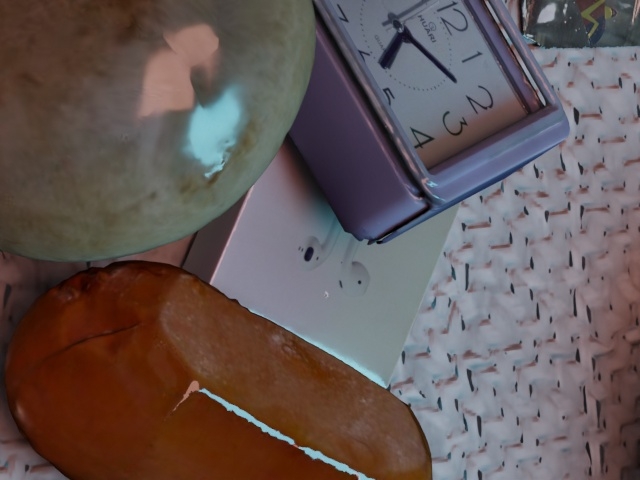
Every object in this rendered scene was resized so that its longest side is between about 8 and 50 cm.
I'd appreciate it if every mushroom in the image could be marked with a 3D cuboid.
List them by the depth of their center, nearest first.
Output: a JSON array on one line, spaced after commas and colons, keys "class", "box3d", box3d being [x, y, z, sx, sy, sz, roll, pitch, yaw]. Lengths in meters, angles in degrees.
[{"class": "mushroom", "box3d": [-0.113, -0.097, 0.955, 0.178, 0.226, 0.226, 46, 60, -69]}]

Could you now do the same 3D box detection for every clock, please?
[{"class": "clock", "box3d": [0.038, -0.109, 1.053, 0.145, 0.073, 0.193, -29, 88, -44]}]

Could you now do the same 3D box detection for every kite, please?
[{"class": "kite", "box3d": [0.231, -0.174, 1.239, 0.245, 0.015, 0.141, 12, 86, -28]}]

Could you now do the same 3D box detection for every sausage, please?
[{"class": "sausage", "box3d": [-0.050, 0.102, 1.011, 0.258, 0.133, 0.133, 29, 75, -27]}]

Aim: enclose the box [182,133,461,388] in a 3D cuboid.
[{"class": "box", "box3d": [0.000, 0.000, 1.083, 0.130, 0.051, 0.129, 29, 74, -25]}]
